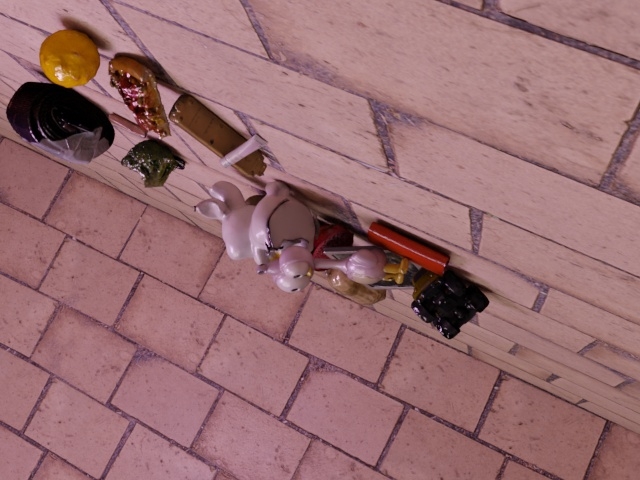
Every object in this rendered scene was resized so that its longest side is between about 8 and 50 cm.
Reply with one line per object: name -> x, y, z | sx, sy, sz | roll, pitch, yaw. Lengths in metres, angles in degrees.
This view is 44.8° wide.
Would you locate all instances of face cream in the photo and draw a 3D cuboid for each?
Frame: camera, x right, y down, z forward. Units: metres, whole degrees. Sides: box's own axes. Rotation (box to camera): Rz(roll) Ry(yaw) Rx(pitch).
face cream -> -0.166, -0.191, 1.655 | 0.115, 0.020, 0.038 | -29, 136, 26

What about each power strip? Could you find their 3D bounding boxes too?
power strip -> -0.217, -0.219, 1.681 | 0.044, 0.064, 0.305 | 23, 171, 43

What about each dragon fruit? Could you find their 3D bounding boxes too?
dragon fruit -> 0.000, 0.000, 2.121 | 0.111, 0.153, 0.153 | 43, -178, 35

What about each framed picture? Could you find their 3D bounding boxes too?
framed picture -> 0.180, 0.077, 2.128 | 0.241, 0.020, 0.324 | -1, 159, 26

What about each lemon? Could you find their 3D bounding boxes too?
lemon -> -0.495, -0.358, 1.531 | 0.114, 0.114, 0.155 | 31, 173, -25

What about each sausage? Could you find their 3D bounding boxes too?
sausage -> -0.535, -0.321, 2.157 | 0.116, 0.026, 0.026 | 28, 171, -2

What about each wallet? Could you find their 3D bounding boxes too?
wallet -> 0.213, 0.019, 1.869 | 0.205, 0.045, 0.142 | 26, 173, 11

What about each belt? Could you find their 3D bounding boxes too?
belt -> -0.710, -0.323, 2.161 | 0.164, 0.184, 0.289 | 14, 171, 37

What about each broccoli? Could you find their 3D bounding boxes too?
broccoli -> -0.490, -0.223, 2.258 | 0.146, 0.137, 0.162 | -5, 178, 30

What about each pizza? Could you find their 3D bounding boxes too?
pizza -> -0.364, -0.281, 1.566 | 0.201, 0.053, 0.193 | 9, 134, 60

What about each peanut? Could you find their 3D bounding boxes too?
peanut -> 0.107, 0.105, 2.412 | 0.291, 0.143, 0.159 | 30, -154, -54

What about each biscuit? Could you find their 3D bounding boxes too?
biscuit -> -0.451, -0.244, 2.348 | 0.087, 0.027, 0.089 | 21, 169, 39

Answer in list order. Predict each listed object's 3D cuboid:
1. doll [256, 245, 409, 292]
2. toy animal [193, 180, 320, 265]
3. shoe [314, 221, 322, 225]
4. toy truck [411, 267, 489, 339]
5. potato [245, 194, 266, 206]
doll -> 0.027, 0.066, 1.902 | 0.366, 0.094, 0.160 | -3, 159, -5
toy animal -> -0.165, -0.038, 2.028 | 0.310, 0.183, 0.247 | 3, 125, 50
shoe -> -0.017, 0.007, 2.305 | 0.103, 0.100, 0.251 | 29, 174, -1
toy truck -> 0.316, 0.139, 2.021 | 0.224, 0.147, 0.165 | 33, -163, -41
potato -> -0.146, -0.028, 2.226 | 0.251, 0.159, 0.174 | 50, -172, -13
